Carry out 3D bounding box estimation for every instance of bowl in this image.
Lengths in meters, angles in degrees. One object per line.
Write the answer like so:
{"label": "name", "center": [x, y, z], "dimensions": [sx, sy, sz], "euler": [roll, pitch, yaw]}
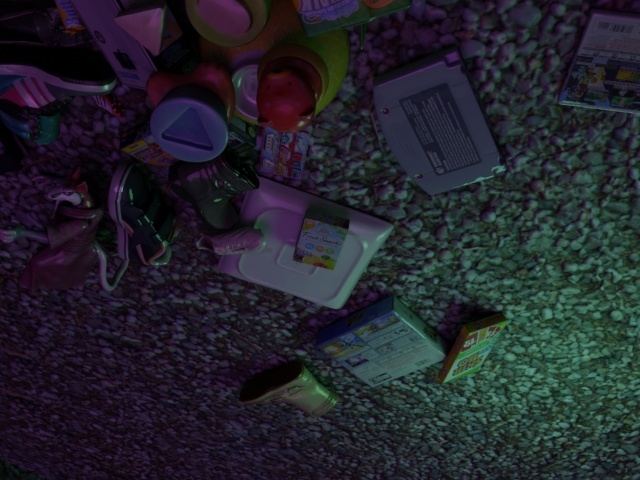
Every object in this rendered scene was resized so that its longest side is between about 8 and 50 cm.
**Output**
{"label": "bowl", "center": [-0.095, -0.306, 1.206], "dimensions": [0.289, 0.156, 0.290], "euler": [5, 135, 5]}

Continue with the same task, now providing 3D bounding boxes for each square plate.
{"label": "square plate", "center": [-0.049, 0.030, 1.613], "dimensions": [0.344, 0.049, 0.347], "euler": [19, 134, -10]}

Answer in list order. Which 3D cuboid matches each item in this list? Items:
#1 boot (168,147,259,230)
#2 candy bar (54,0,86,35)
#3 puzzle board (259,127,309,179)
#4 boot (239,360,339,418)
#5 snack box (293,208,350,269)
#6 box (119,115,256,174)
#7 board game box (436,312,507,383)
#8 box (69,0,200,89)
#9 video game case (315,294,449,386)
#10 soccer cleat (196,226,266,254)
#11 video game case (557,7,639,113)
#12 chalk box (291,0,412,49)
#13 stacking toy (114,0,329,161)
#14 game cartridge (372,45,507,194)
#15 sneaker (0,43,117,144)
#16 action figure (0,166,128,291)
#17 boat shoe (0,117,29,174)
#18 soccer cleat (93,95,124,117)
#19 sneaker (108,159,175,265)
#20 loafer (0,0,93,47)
{"label": "boot", "center": [-0.199, -0.101, 1.441], "dimensions": [0.161, 0.084, 0.246], "euler": [-11, 151, 20]}
{"label": "candy bar", "center": [-0.459, -0.443, 1.181], "dimensions": [0.040, 0.018, 0.162], "euler": [-19, 105, -4]}
{"label": "puzzle board", "center": [-0.079, -0.185, 1.428], "dimensions": [0.096, 0.011, 0.128], "euler": [11, 135, -2]}
{"label": "boot", "center": [-0.097, 0.474, 2.039], "dimensions": [0.262, 0.095, 0.203], "euler": [-28, 126, 27]}
{"label": "snack box", "center": [0.000, 0.000, 1.512], "dimensions": [0.100, 0.037, 0.141], "euler": [13, 135, -5]}
{"label": "box", "center": [-0.268, -0.204, 1.359], "dimensions": [0.233, 0.044, 0.159], "euler": [-16, 154, 32]}
{"label": "board game box", "center": [0.395, 0.294, 1.776], "dimensions": [0.124, 0.039, 0.259], "euler": [-14, 144, -24]}
{"label": "box", "center": [-0.342, -0.401, 1.147], "dimensions": [0.169, 0.087, 0.290], "euler": [21, 148, 41]}
{"label": "video game case", "center": [0.167, 0.279, 1.818], "dimensions": [0.269, 0.061, 0.244], "euler": [-30, 125, 32]}
{"label": "soccer cleat", "center": [-0.204, 0.007, 1.546], "dimensions": [0.196, 0.076, 0.068], "euler": [2, 115, 42]}
{"label": "video game case", "center": [0.548, -0.311, 1.190], "dimensions": [0.201, 0.023, 0.183], "euler": [7, 135, 1]}
{"label": "chalk box", "center": [0.041, -0.442, 1.031], "dimensions": [0.179, 0.180, 0.289], "euler": [-10, 133, 19]}
{"label": "stacking toy", "center": [-0.169, -0.259, 1.058], "dimensions": [0.308, 0.130, 0.280], "euler": [-15, 131, 21]}
{"label": "game cartridge", "center": [0.225, -0.221, 1.312], "dimensions": [0.196, 0.060, 0.294], "euler": [-18, 129, 21]}
{"label": "sneaker", "center": [-0.527, -0.274, 1.324], "dimensions": [0.295, 0.124, 0.178], "euler": [11, 132, 13]}
{"label": "action figure", "center": [-0.553, -0.011, 1.515], "dimensions": [0.275, 0.248, 0.370], "euler": [24, 137, -16]}
{"label": "boat shoe", "center": [-0.755, -0.263, 1.398], "dimensions": [0.158, 0.127, 0.341], "euler": [-11, 140, 11]}
{"label": "soccer cleat", "center": [-0.439, -0.282, 1.380], "dimensions": [0.035, 0.029, 0.083], "euler": [-21, 125, 39]}
{"label": "sneaker", "center": [-0.398, -0.055, 1.533], "dimensions": [0.127, 0.126, 0.321], "euler": [15, 146, 1]}
{"label": "loafer", "center": [-0.524, -0.392, 1.240], "dimensions": [0.267, 0.084, 0.096], "euler": [1, 133, 8]}
